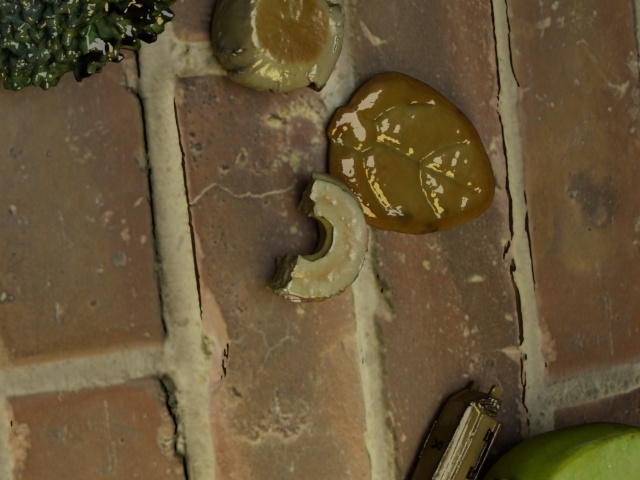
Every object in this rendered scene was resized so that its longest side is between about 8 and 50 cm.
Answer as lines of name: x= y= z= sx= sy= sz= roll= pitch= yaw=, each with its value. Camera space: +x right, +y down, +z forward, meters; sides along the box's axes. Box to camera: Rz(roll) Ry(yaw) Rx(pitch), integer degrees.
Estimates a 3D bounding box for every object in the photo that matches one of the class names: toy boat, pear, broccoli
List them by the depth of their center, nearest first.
broccoli: x=-0.307 y=-0.330 z=1.637 sx=0.293 sy=0.348 sz=0.281 roll=89 pitch=17 yaw=-45
toy boat: x=0.178 y=0.292 z=1.985 sx=0.088 sy=0.068 sz=0.226 roll=32 pitch=77 yaw=-33
pear: x=0.360 y=0.345 z=2.021 sx=0.282 sy=0.176 sz=0.286 roll=-34 pitch=115 yaw=-25

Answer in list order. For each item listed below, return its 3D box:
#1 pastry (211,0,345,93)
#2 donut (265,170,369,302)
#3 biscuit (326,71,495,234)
pastry: x=-0.053 y=-0.254 z=1.833 sx=0.166 sy=0.088 sz=0.165 roll=-2 pitch=94 yaw=-27
donut: x=0.003 y=0.004 z=1.884 sx=0.108 sy=0.065 sz=0.166 roll=20 pitch=82 yaw=-27
biscuit: x=0.122 y=-0.104 z=1.955 sx=0.260 sy=0.041 sz=0.203 roll=26 pitch=80 yaw=-24
